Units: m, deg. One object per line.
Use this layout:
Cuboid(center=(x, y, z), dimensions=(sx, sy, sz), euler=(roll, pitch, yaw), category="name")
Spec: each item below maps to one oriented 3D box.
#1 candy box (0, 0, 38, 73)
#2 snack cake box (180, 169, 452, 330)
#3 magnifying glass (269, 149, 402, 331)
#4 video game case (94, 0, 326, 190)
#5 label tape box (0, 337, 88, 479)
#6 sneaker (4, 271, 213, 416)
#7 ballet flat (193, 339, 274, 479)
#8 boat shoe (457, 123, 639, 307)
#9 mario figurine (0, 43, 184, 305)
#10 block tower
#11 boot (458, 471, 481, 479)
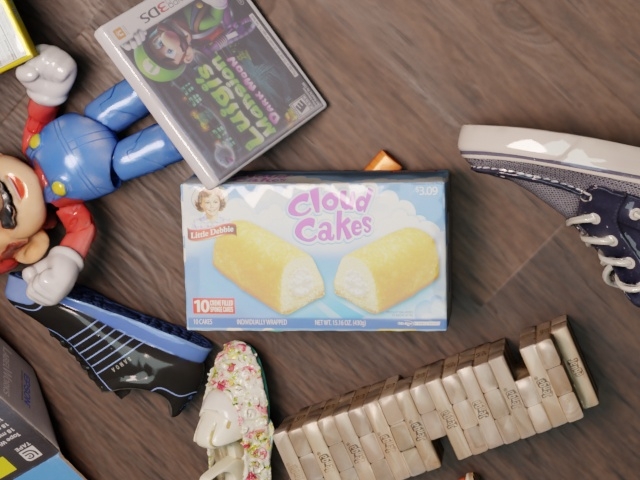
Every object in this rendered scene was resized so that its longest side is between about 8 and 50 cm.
Cuboid(center=(-0.369, -0.253, 1.572), dimensions=(0.105, 0.027, 0.205), euler=(-23, 96, 14), category="candy box")
Cuboid(center=(-0.001, 0.008, 1.600), dimensions=(0.264, 0.089, 0.152), euler=(-1, 101, 9), category="snack cake box")
Cuboid(center=(0.000, 0.000, 1.654), dimensions=(0.092, 0.026, 0.231), euler=(41, 102, 0), category="magnifying glass")
Cuboid(center=(-0.105, -0.168, 1.581), dimensions=(0.190, 0.173, 0.022), euler=(54, 144, -3), category="video game case")
Cuboid(center=(-0.432, 0.193, 1.689), dimensions=(0.241, 0.106, 0.333), euler=(-30, 128, 12), category="label tape box")
Cuboid(center=(-0.233, 0.109, 1.678), dimensions=(0.232, 0.081, 0.090), euler=(22, 97, 4), category="sneaker")
Cuboid(center=(-0.094, 0.228, 1.671), dimensions=(0.091, 0.077, 0.240), euler=(5, 104, 47), category="ballet flat")
Cuboid(center=(0.291, -0.014, 1.555), dimensions=(0.341, 0.127, 0.158), euler=(12, 94, 5), category="boat shoe")
Cuboid(center=(-0.268, -0.068, 1.598), dimensions=(0.321, 0.198, 0.170), euler=(-32, 134, 6), category="mario figurine")
Cuboid(center=(0.111, 0.180, 1.636), dimensions=(0.336, 0.091, 0.097), euler=(-22, 95, 11), category="block tower")
Cuboid(center=(0.145, 0.321, 1.674), dimensions=(0.085, 0.059, 0.157), euler=(-5, 100, 14), category="boot")
